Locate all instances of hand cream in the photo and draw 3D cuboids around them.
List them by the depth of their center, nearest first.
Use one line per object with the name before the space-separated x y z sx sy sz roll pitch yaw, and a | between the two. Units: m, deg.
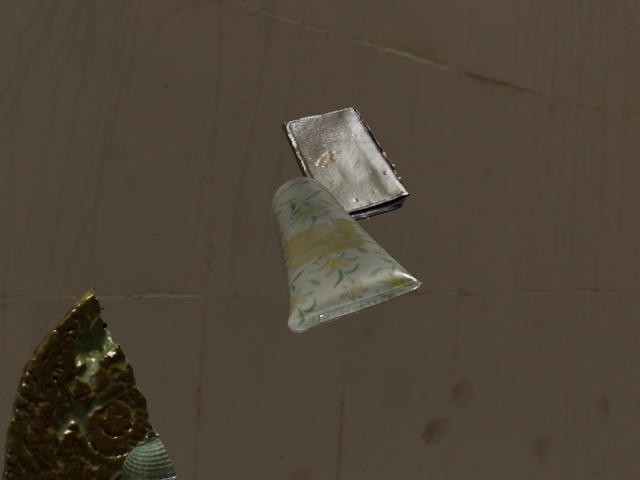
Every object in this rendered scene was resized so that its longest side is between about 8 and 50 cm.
hand cream | 0.000 0.000 0.439 0.067 0.194 0.042 -15 -70 -6

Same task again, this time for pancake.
pancake | -0.296 0.240 0.939 0.197 0.054 0.377 18 -112 -37

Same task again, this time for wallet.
wallet | 0.030 -0.107 1.046 0.121 0.232 0.031 -14 -46 -9

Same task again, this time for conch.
conch | -0.200 0.270 0.873 0.056 0.076 0.085 -33 -48 -32
